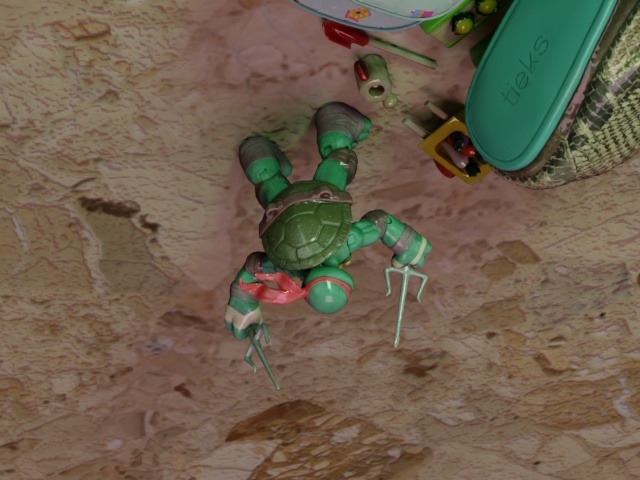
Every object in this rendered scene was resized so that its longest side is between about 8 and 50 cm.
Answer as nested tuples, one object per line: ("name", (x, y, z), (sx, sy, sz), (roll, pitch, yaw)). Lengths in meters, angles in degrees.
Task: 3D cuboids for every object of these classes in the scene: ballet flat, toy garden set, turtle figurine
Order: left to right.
("turtle figurine", (0.000, 0.000, 1.566), (0.175, 0.234, 0.118), (-10, 139, 0))
("toy garden set", (0.119, -0.146, 1.566), (0.204, 0.049, 0.244), (-37, 132, 27))
("ballet flat", (0.255, -0.241, 1.414), (0.182, 0.164, 0.483), (-9, 136, -33))

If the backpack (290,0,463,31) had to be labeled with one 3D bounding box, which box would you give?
("backpack", (0.048, -0.236, 1.383), (0.166, 0.144, 0.188), (13, 135, -29))
